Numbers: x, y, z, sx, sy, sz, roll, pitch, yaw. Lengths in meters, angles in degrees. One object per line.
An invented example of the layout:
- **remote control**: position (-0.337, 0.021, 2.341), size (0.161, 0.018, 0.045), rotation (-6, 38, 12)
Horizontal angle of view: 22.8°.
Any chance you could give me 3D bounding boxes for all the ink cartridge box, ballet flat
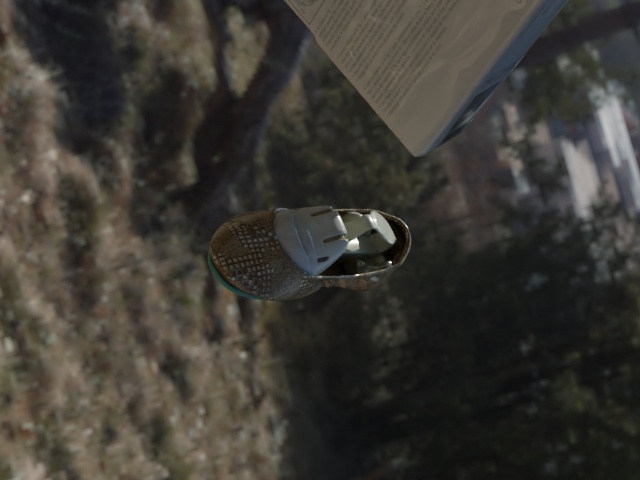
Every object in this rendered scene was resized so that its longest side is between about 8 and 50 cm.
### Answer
- **ink cartridge box**: position (0.065, -0.226, 1.115), size (0.060, 0.275, 0.239), rotation (-31, 77, -37)
- **ballet flat**: position (0.000, 0.000, 1.110), size (0.206, 0.067, 0.073), rotation (-6, 65, -61)
